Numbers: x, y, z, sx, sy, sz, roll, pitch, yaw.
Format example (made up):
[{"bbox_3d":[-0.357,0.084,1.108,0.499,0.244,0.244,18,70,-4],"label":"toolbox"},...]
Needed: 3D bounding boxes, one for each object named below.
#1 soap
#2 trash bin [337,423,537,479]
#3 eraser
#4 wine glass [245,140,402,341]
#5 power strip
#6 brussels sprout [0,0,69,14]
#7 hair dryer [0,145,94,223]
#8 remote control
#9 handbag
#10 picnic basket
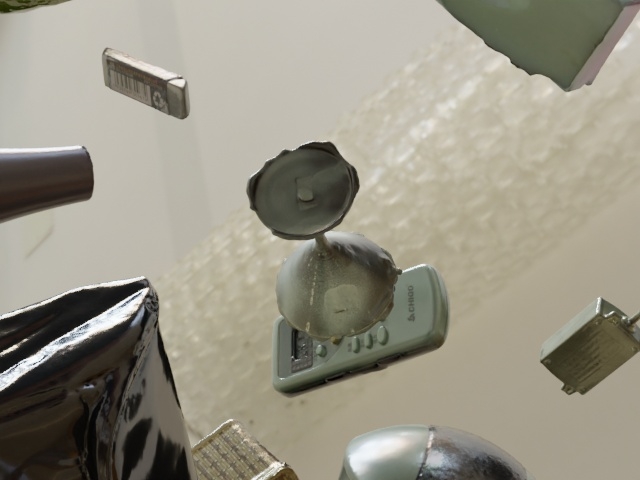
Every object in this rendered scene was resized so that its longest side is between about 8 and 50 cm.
[{"bbox_3d":[0.161,-0.284,1.140,0.324,0.109,0.192,47,-145,17],"label":"soap"},{"bbox_3d":[0.101,0.427,1.404,0.280,0.432,0.280,22,-168,-5],"label":"trash bin"},{"bbox_3d":[-0.119,-0.108,0.821,0.099,0.027,0.019,25,-142,38],"label":"eraser"},{"bbox_3d":[0.000,0.000,1.352,0.232,0.156,0.156,71,-179,-59],"label":"wine glass"},{"bbox_3d":[0.340,0.115,1.445,0.075,0.175,0.042,39,-146,-8],"label":"power strip"},{"bbox_3d":[-0.274,-0.312,1.070,0.244,0.244,0.244,32,-144,-27],"label":"brussels sprout"},{"bbox_3d":[-0.328,0.025,1.185,0.301,0.121,0.361,-11,-136,-30],"label":"hair dryer"},{"bbox_3d":[0.055,0.135,1.772,0.056,0.296,0.140,37,-138,-44],"label":"remote control"},{"bbox_3d":[-0.198,0.207,1.010,0.275,0.302,0.178,-20,-149,-24],"label":"handbag"},{"bbox_3d":[-0.158,0.447,1.700,0.175,0.312,0.228,31,151,50],"label":"picnic basket"}]
